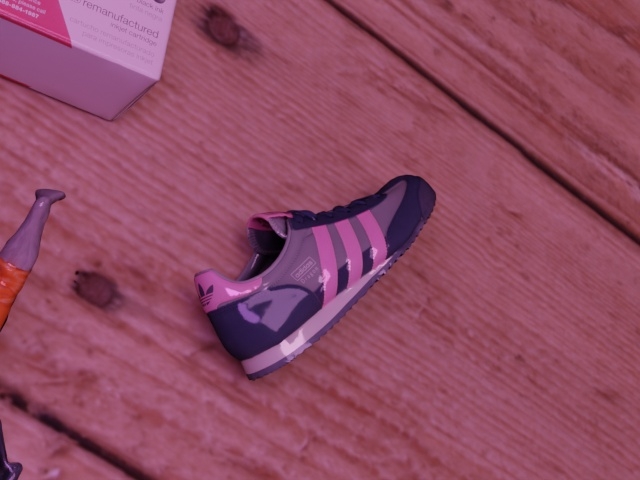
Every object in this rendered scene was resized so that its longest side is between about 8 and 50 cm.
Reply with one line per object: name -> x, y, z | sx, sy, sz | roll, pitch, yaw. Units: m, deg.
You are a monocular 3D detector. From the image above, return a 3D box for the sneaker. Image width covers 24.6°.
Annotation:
sneaker -> 0.000, 0.000, 1.520 | 0.131, 0.112, 0.319 | 53, 52, -10

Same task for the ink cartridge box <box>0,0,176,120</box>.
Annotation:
ink cartridge box -> -0.248, -0.293, 1.462 | 0.207, 0.117, 0.283 | 21, 62, -26

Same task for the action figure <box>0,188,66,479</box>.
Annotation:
action figure -> -0.378, 0.087, 1.182 | 0.341, 0.178, 0.330 | 14, 75, -23
